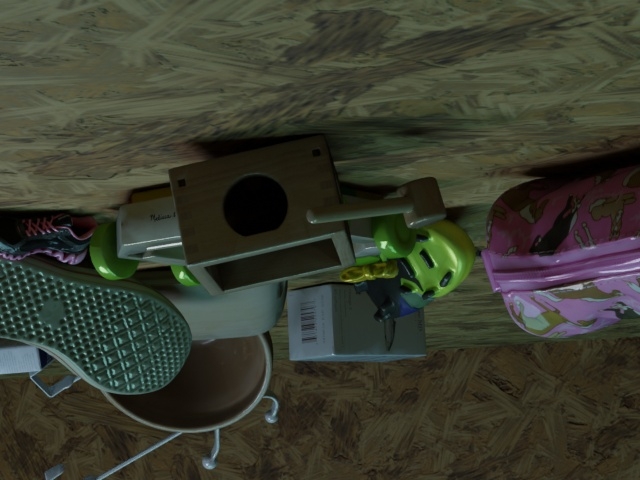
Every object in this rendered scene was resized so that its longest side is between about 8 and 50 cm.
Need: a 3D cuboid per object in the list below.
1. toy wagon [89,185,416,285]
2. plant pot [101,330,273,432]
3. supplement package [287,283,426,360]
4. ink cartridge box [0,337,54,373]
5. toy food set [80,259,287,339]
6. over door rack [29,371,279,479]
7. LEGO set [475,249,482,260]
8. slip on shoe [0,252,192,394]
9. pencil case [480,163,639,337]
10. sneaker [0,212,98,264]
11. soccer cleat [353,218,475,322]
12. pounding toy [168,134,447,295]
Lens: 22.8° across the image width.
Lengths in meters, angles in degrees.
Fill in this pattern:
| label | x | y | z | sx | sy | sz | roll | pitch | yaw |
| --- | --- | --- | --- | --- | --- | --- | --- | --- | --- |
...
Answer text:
| label | x | y | z | sx | sy | sz | roll | pitch | yaw |
| --- | --- | --- | --- | --- | --- | --- | --- | --- | --- |
| toy wagon | -0.042 | -0.003 | 1.540 | 0.267 | 0.068 | 0.344 | -8 | 171 | 33 |
| plant pot | -0.175 | 0.126 | 2.057 | 0.237 | 0.237 | 0.110 | -4 | -149 | 8 |
| supplement package | 0.053 | 0.121 | 2.307 | 0.179 | 0.105 | 0.105 | 3 | 170 | -39 |
| ink cartridge box | -0.468 | 0.146 | 2.268 | 0.224 | 0.045 | 0.223 | -4 | -169 | 12 |
| toy food set | -0.188 | 0.042 | 1.802 | 0.306 | 0.092 | 0.220 | -4 | 160 | -3 |
| over door rack | -0.231 | 0.223 | 2.217 | 0.324 | 0.239 | 0.108 | -21 | 129 | -2 |
| LEGO set | 0.175 | 0.026 | 1.970 | 0.054 | 0.023 | 0.083 | -4 | 172 | 8 |
| slip on shoe | -0.263 | 0.069 | 1.634 | 0.331 | 0.123 | 0.101 | 25 | -173 | -42 |
| pencil case | 0.305 | -0.007 | 1.327 | 0.167 | 0.160 | 0.386 | 29 | 158 | -25 |
| sneaker | -0.265 | -0.010 | 1.526 | 0.119 | 0.047 | 0.057 | 4 | 147 | -44 |
| soccer cleat | 0.121 | 0.015 | 1.756 | 0.121 | 0.093 | 0.289 | -32 | 176 | -17 |
| pounding toy | -0.010 | -0.037 | 1.258 | 0.206 | 0.094 | 0.181 | -13 | 166 | 3 |
